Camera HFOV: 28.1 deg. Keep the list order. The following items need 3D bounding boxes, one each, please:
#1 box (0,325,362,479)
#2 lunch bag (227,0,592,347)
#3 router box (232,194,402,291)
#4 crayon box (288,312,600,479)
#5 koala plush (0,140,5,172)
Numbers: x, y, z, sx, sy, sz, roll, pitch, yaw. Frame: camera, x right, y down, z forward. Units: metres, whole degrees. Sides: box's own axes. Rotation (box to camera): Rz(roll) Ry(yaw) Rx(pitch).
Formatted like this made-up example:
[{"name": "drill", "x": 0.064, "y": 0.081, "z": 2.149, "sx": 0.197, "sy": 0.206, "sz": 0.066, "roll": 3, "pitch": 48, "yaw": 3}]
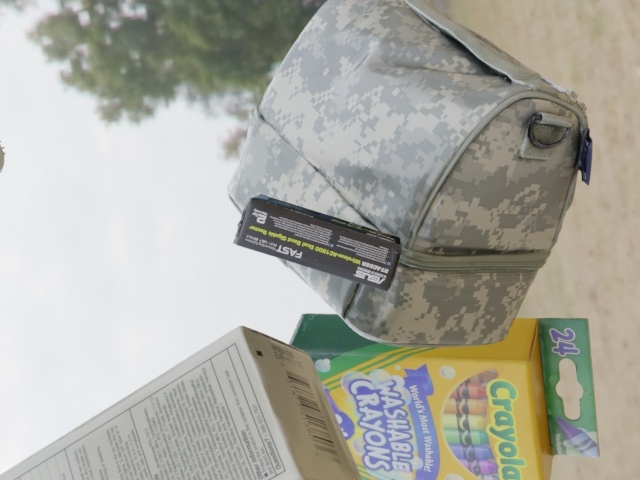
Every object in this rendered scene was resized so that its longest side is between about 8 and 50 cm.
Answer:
[{"name": "box", "x": -0.137, "y": 0.215, "z": 1.063, "sx": 0.121, "sy": 0.311, "sz": 0.148, "roll": 30, "pitch": -147, "yaw": -58}, {"name": "lunch bag", "x": 0.085, "y": -0.079, "z": 1.165, "sx": 0.305, "sy": 0.213, "sz": 0.256, "roll": 48, "pitch": 127, "yaw": 45}, {"name": "router box", "x": 0.000, "y": 0.000, "z": 0.977, "sx": 0.092, "sy": 0.123, "sz": 0.038, "roll": -65, "pitch": -8, "yaw": -85}, {"name": "crayon box", "x": 0.138, "y": 0.185, "z": 1.421, "sx": 0.083, "sy": 0.323, "sz": 0.203, "roll": -65, "pitch": -31, "yaw": -53}, {"name": "koala plush", "x": -0.400, "y": -0.039, "z": 1.110, "sx": 0.203, "sy": 0.221, "sz": 0.196, "roll": 81, "pitch": -148, "yaw": -51}]
